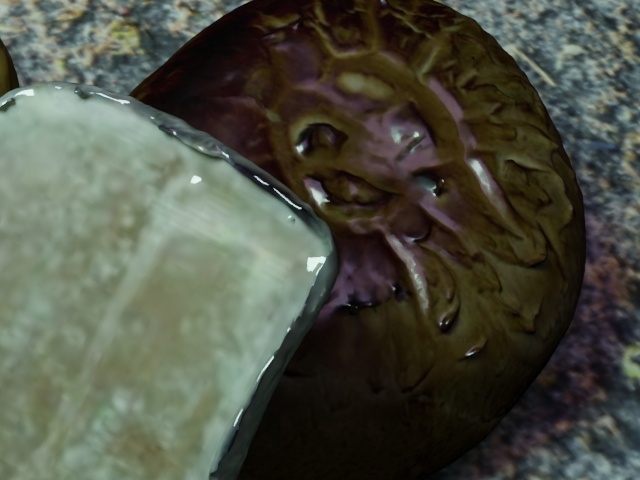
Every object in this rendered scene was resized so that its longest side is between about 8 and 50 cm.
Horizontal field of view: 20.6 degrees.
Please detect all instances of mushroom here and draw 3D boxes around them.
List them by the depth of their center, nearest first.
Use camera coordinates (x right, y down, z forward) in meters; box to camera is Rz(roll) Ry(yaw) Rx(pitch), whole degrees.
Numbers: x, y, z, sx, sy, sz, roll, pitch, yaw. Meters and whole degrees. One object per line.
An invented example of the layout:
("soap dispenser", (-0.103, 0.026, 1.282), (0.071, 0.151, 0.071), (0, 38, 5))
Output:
("mushroom", (-0.004, -0.010, 0.896), (0.278, 0.163, 0.297), (22, 55, 16))

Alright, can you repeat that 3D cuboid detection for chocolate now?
("chocolate", (-0.116, 0.089, 0.749), (0.185, 0.100, 0.303), (27, 92, 15))

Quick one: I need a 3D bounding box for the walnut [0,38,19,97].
("walnut", (-0.262, -0.086, 0.941), (0.207, 0.167, 0.167), (29, 49, 17))
